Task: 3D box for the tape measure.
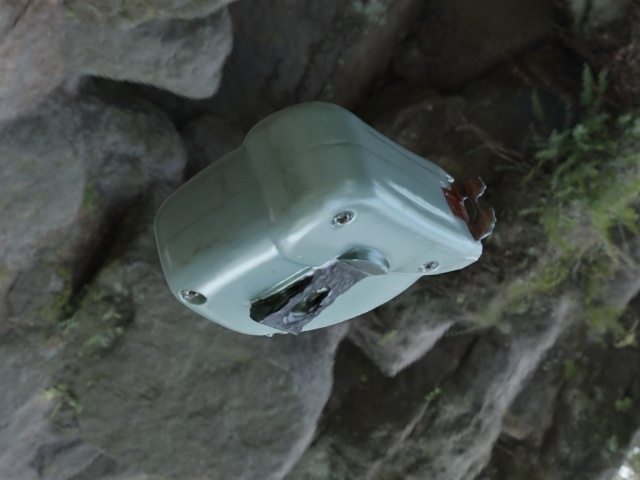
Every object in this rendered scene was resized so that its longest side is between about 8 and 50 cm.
[{"bbox_3d":[0.001,-0.001,0.797,0.246,0.125,0.243,-33,149,23],"label":"tape measure"}]
